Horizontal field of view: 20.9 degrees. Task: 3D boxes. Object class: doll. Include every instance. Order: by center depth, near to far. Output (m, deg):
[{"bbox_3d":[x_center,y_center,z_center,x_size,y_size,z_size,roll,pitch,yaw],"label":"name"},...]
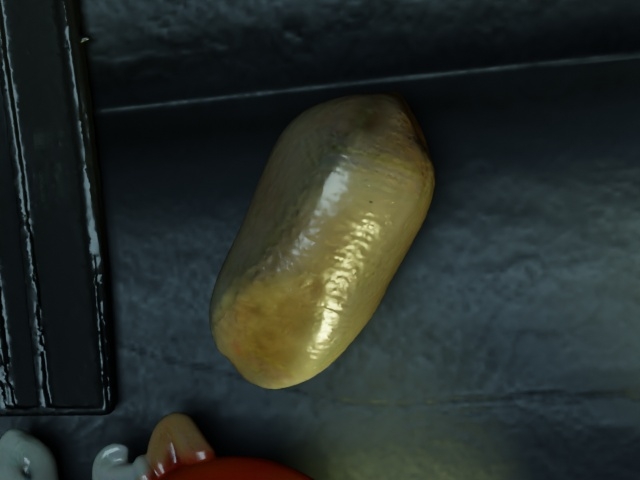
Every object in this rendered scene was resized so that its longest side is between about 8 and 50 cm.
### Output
[{"bbox_3d":[-0.058,0.175,0.826,0.217,0.085,0.183,1,99,23],"label":"doll"}]

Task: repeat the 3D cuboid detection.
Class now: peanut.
[{"bbox_3d":[0.000,0.000,0.790,0.076,0.076,0.152,29,102,9],"label":"peanut"}]

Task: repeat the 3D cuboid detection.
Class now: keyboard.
[{"bbox_3d":[-0.147,-0.035,0.851,0.087,0.017,0.250,-4,96,16],"label":"keyboard"}]
